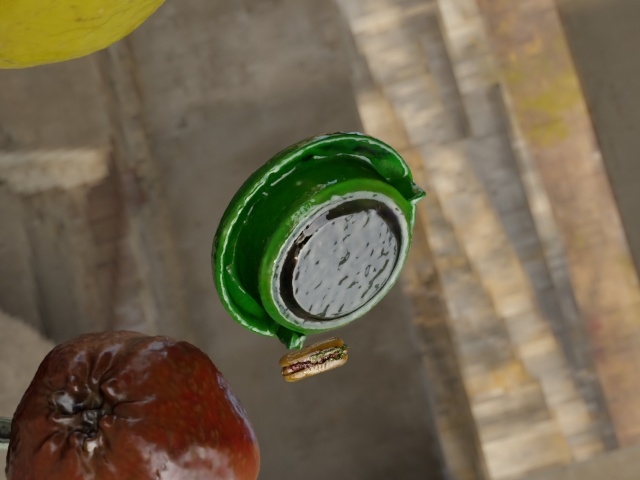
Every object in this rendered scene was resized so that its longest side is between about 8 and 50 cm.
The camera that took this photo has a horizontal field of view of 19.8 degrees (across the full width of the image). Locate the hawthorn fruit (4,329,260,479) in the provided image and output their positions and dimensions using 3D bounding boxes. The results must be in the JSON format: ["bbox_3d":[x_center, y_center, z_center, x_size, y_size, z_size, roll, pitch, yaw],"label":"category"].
[{"bbox_3d":[-0.146,0.184,1.522,0.253,0.205,0.205,52,23,-59],"label":"hawthorn fruit"}]

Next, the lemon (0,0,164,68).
[{"bbox_3d":[-0.168,-0.226,1.001,0.267,0.267,0.267,-17,90,-81],"label":"lemon"}]

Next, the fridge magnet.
[{"bbox_3d":[0.000,0.000,1.617,0.088,0.208,0.208,44,-15,45],"label":"fridge magnet"}]

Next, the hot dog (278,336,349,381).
[{"bbox_3d":[-0.005,0.134,2.040,0.021,0.083,0.037,-136,-154,-69],"label":"hot dog"}]

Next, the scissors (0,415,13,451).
[{"bbox_3d":[-0.341,0.165,1.632,0.289,0.138,0.041,21,68,-59],"label":"scissors"}]
